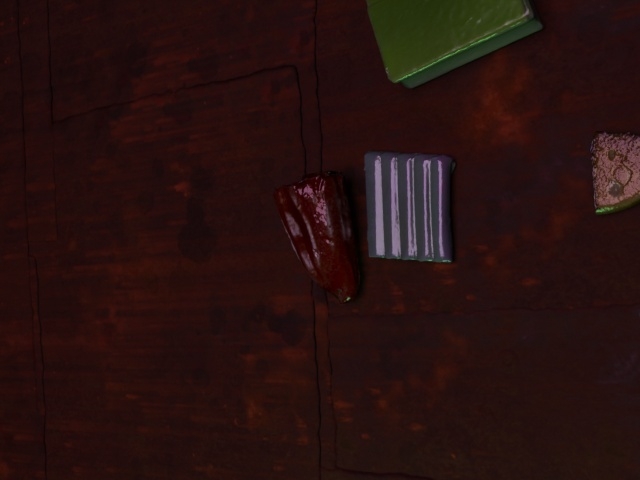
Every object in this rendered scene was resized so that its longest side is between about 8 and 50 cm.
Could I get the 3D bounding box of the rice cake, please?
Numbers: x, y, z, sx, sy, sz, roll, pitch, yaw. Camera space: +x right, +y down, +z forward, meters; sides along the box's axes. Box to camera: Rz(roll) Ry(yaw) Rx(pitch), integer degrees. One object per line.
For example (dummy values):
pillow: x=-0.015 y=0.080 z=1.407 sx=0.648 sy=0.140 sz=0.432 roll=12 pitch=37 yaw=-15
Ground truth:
rice cake: x=0.160 y=-0.062 z=1.545 sx=0.189 sy=0.037 sz=0.198 roll=6 pitch=93 yaw=33

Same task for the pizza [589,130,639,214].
pizza: x=0.479 y=-0.120 z=1.341 sx=0.131 sy=0.041 sz=0.178 roll=39 pitch=110 yaw=23

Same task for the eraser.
eraser: x=0.223 y=-0.409 z=1.476 sx=0.274 sy=0.092 sz=0.210 roll=-23 pitch=77 yaw=32

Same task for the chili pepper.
chili pepper: x=0.000 y=0.000 z=1.611 sx=0.144 sy=0.136 sz=0.252 roll=-12 pitch=91 yaw=5
